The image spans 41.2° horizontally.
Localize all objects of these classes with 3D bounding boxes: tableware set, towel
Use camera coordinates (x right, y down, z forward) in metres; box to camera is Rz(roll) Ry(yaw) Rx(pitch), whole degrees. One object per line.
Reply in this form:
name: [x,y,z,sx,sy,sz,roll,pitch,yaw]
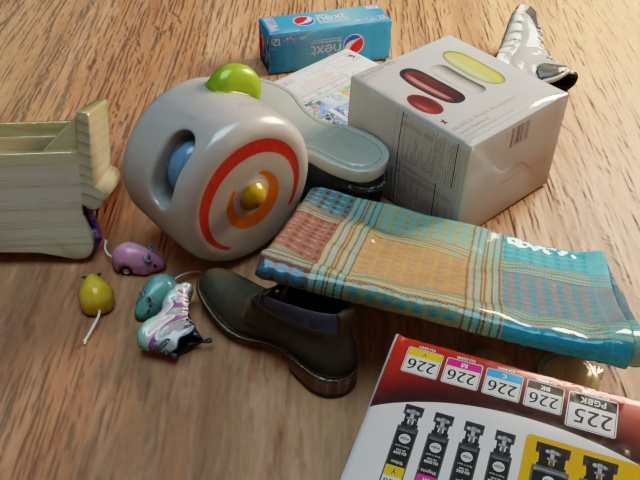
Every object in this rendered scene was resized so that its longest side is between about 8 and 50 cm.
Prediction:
tableware set: [0.218,0.111,0.910,0.168,0.020,0.141,9,42,7]
towel: [0.140,0.026,0.903,0.370,0.040,0.271,14,20,6]

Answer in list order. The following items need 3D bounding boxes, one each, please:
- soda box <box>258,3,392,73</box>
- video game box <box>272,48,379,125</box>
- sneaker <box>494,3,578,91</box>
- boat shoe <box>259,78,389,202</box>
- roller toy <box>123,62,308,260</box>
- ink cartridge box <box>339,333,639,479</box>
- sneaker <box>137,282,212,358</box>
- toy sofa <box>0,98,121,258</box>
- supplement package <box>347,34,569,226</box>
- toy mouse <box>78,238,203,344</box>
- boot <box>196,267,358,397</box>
soda box: [0.007,-0.330,1.393,0.210,0.071,0.067,-10,40,-14]
video game box: [0.036,-0.204,1.261,0.205,0.048,0.187,-32,48,-34]
sneaker: [0.348,-0.285,1.357,0.132,0.086,0.229,18,52,11]
boat shoe: [-0.041,-0.126,1.128,0.114,0.091,0.302,-29,50,-32]
roller toy: [-0.116,-0.078,0.992,0.191,0.209,0.146,-38,53,-21]
ink cartridge box: [0.165,0.245,0.661,0.309,0.130,0.272,14,42,13]
sneaker: [-0.143,0.090,0.911,0.069,0.038,0.098,20,47,13]
toy sofa: [-0.436,-0.076,1.034,0.362,0.177,0.150,-3,15,-5]
supplement package: [0.171,-0.141,1.111,0.194,0.149,0.203,-29,50,-32]
toy mouse: [-0.205,0.040,0.968,0.143,0.031,0.161,-9,41,-13]
boot: [-0.044,0.061,0.886,0.219,0.106,0.082,31,45,27]
